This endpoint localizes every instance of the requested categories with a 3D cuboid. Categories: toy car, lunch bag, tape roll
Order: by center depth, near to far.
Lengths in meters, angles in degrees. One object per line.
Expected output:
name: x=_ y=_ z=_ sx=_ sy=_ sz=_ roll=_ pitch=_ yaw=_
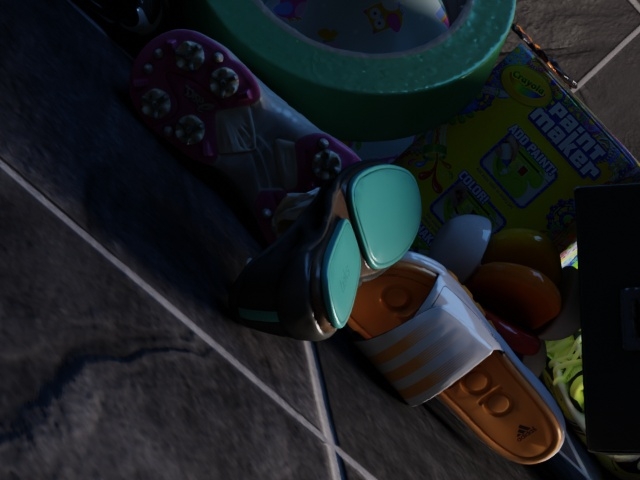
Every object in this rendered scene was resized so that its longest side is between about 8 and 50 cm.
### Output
toy car: x=0.155 y=0.079 z=1.386 sx=0.159 sy=0.182 sz=0.136 roll=27 pitch=33 yaw=-12
tape roll: x=0.027 y=-0.245 z=1.464 sx=0.321 sy=0.321 sz=0.077 roll=51 pitch=-30 yaw=20
lunch bag: x=0.036 y=-0.199 z=1.649 sx=0.279 sy=0.224 sz=0.108 roll=61 pitch=-7 yaw=-22

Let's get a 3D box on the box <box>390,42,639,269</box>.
box: x=0.198 y=-0.036 z=1.627 sx=0.177 sy=0.279 sz=0.290 roll=50 pitch=12 yaw=15

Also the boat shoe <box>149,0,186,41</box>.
boat shoe: x=-0.141 y=-0.234 z=1.548 sx=0.307 sy=0.111 sz=0.104 roll=60 pitch=3 yaw=23

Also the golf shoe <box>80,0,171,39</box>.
golf shoe: x=-0.223 y=-0.278 z=1.438 sx=0.198 sy=0.077 sz=0.094 roll=45 pitch=12 yaw=-4

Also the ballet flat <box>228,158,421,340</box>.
ballet flat: x=0.000 y=0.000 z=1.171 sx=0.280 sy=0.096 sz=0.095 roll=-42 pitch=123 yaw=-65

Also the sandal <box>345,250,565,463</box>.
sandal: x=0.118 y=0.113 z=1.285 sx=0.265 sy=0.102 sz=0.076 roll=42 pitch=23 yaw=-16

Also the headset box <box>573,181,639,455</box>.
headset box: x=0.342 y=0.067 z=1.417 sx=0.283 sy=0.131 sz=0.246 roll=-5 pitch=92 yaw=-63

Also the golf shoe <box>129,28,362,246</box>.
golf shoe: x=-0.035 y=-0.071 z=1.340 sx=0.306 sy=0.115 sz=0.140 roll=47 pitch=8 yaw=-5

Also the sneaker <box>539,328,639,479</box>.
sneaker: x=0.332 y=0.143 z=1.851 sx=0.384 sy=0.145 sz=0.147 roll=53 pitch=12 yaw=34

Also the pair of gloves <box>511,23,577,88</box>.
pair of gloves: x=0.227 y=-0.187 z=1.517 sx=0.074 sy=0.010 sz=0.083 roll=32 pitch=17 yaw=-50
